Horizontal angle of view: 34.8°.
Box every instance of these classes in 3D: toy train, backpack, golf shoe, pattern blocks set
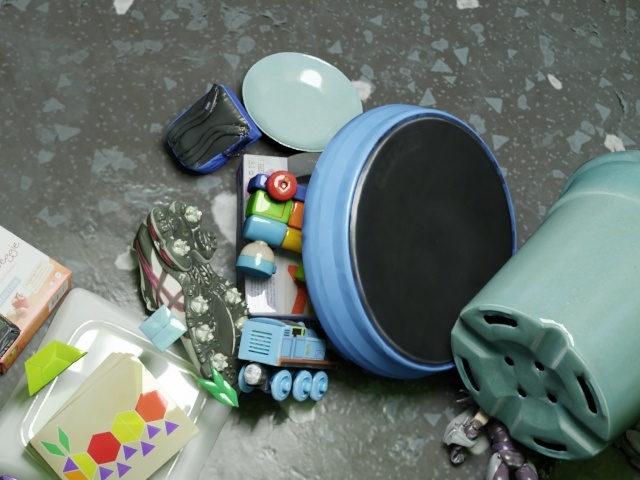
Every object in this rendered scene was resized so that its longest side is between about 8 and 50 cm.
[{"bbox_3d":[0.007,0.003,1.436,0.248,0.105,0.143,17,80,-15],"label":"toy train"},{"bbox_3d":[-0.158,-0.155,1.523,0.120,0.101,0.098,-36,74,8],"label":"backpack"},{"bbox_3d":[-0.179,0.083,1.412,0.105,0.120,0.272,-7,70,-45],"label":"golf shoe"},{"bbox_3d":[-0.042,0.161,1.384,0.080,0.184,0.105,10,87,31],"label":"toy train"},{"bbox_3d":[-0.266,0.249,1.294,0.325,0.026,0.285,-33,88,-9],"label":"pattern blocks set"}]

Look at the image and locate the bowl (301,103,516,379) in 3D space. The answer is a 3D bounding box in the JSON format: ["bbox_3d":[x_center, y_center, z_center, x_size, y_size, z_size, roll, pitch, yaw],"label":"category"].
[{"bbox_3d":[0.140,0.001,1.433,0.391,0.077,0.390,2,86,-43],"label":"bowl"}]

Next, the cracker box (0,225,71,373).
[{"bbox_3d":[-0.475,0.049,1.369,0.232,0.067,0.155,32,64,1],"label":"cracker box"}]

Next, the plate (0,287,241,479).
[{"bbox_3d":[-0.271,0.228,1.361,0.278,0.045,0.277,27,63,-3],"label":"plate"}]

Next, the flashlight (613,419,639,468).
[{"bbox_3d":[0.570,0.221,1.556,0.304,0.103,0.103,-37,107,-26],"label":"flashlight"}]

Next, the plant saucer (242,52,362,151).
[{"bbox_3d":[-0.031,-0.210,1.603,0.195,0.037,0.194,9,58,-15],"label":"plant saucer"}]

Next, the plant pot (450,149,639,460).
[{"bbox_3d":[0.377,0.104,1.402,0.334,0.341,0.341,-37,81,-30],"label":"plant pot"}]

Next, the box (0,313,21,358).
[{"bbox_3d":[-0.581,0.137,1.262,0.293,0.073,0.295,37,81,0],"label":"box"}]

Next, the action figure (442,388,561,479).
[{"bbox_3d":[0.266,0.318,1.438,0.186,0.099,0.285,8,51,-4],"label":"action figure"}]

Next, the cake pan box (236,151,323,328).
[{"bbox_3d":[0.000,0.000,1.517,0.246,0.070,0.266,5,66,-15],"label":"cake pan box"}]
